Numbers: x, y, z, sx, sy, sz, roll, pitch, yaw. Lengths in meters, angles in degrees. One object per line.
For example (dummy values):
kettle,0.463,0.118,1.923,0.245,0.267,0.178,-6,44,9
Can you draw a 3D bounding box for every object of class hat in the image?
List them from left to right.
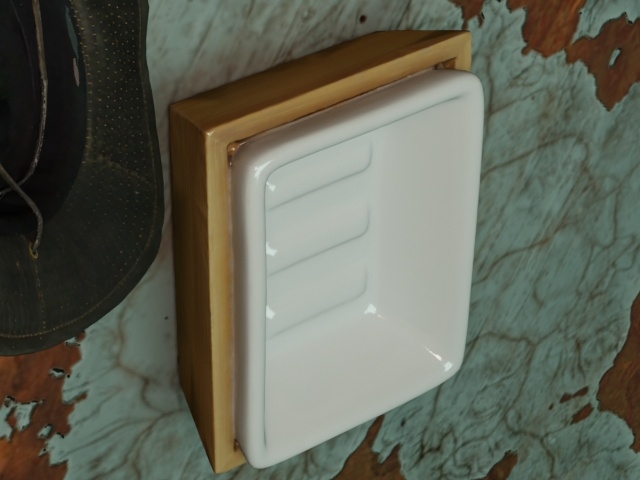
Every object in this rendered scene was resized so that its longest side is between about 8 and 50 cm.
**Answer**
hat,-0.212,-0.083,1.116,0.331,0.134,0.331,-5,90,-68

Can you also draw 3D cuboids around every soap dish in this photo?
soap dish,0.000,0.000,1.412,0.229,0.118,0.291,-23,131,-31
